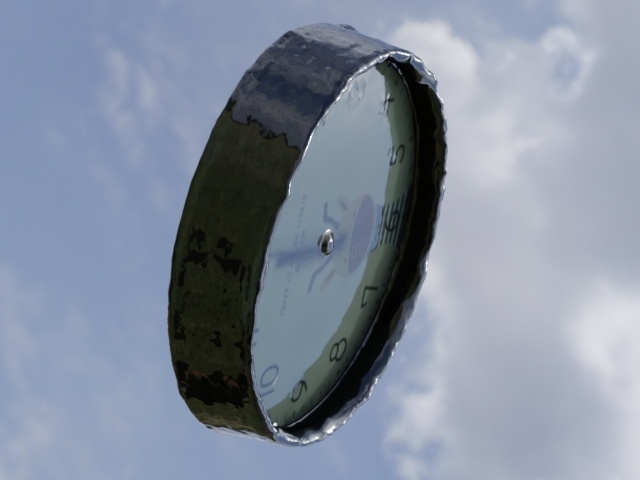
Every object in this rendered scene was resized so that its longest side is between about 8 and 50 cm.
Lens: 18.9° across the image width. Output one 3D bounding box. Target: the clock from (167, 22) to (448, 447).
[{"bbox_3d":[0.000,0.000,0.819,0.040,0.184,0.184,16,-44,24],"label":"clock"}]
